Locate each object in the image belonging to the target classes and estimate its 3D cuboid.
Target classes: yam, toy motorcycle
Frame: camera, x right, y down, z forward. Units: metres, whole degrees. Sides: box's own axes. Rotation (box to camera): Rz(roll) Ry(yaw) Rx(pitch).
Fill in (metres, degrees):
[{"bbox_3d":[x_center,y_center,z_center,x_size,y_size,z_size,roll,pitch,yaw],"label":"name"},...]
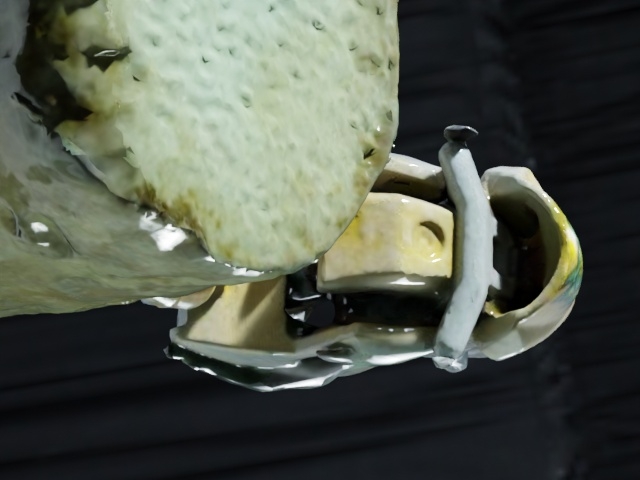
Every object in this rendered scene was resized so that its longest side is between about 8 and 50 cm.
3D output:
[{"bbox_3d":[-0.084,-0.034,0.440,0.107,0.194,0.107,11,75,-47],"label":"yam"},{"bbox_3d":[0.000,0.001,0.687,0.229,0.130,0.094,15,71,-32],"label":"toy motorcycle"}]
